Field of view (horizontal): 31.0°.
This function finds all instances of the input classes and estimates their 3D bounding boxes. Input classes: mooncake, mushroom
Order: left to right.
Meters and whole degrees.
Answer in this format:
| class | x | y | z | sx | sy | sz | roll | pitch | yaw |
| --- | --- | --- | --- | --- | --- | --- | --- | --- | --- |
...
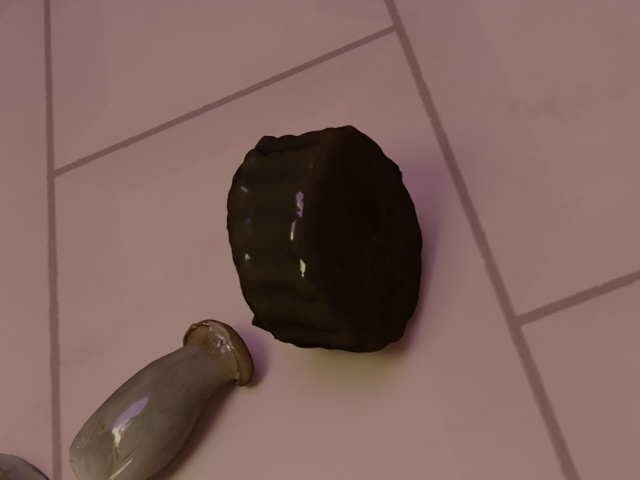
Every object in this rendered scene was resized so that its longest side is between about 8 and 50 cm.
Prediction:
| class | x | y | z | sx | sy | sz | roll | pitch | yaw |
| --- | --- | --- | --- | --- | --- | --- | --- | --- | --- |
| mushroom | -0.161 | 0.168 | 1.162 | 0.212 | 0.088 | 0.097 | -48 | 15 | -24 |
| mooncake | 0.000 | 0.000 | 1.132 | 0.124 | 0.228 | 0.228 | -7 | 49 | 32 |

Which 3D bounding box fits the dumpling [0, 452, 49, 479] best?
| class | x | y | z | sx | sy | sz | roll | pitch | yaw |
| --- | --- | --- | --- | --- | --- | --- | --- | --- | --- |
| dumpling | -0.352 | 0.272 | 1.160 | 0.172 | 0.142 | 0.247 | -12 | 28 | -32 |
